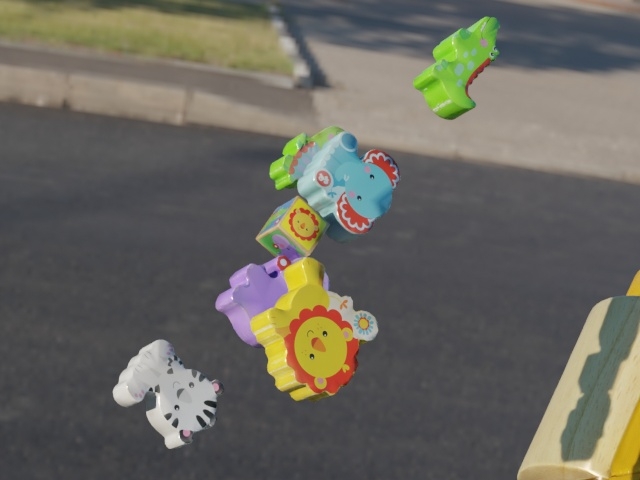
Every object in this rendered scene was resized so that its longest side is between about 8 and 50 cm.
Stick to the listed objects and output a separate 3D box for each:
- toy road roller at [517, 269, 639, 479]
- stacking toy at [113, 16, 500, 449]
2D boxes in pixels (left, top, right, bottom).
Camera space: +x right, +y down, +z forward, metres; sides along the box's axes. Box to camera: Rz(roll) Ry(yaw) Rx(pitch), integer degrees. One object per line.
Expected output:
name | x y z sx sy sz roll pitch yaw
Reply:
toy road roller | 0.296 0.130 0.897 0.240 0.202 0.329 36 -25 -14
stacking toy | 0.000 0.000 0.765 0.052 0.221 0.167 42 -32 -14
